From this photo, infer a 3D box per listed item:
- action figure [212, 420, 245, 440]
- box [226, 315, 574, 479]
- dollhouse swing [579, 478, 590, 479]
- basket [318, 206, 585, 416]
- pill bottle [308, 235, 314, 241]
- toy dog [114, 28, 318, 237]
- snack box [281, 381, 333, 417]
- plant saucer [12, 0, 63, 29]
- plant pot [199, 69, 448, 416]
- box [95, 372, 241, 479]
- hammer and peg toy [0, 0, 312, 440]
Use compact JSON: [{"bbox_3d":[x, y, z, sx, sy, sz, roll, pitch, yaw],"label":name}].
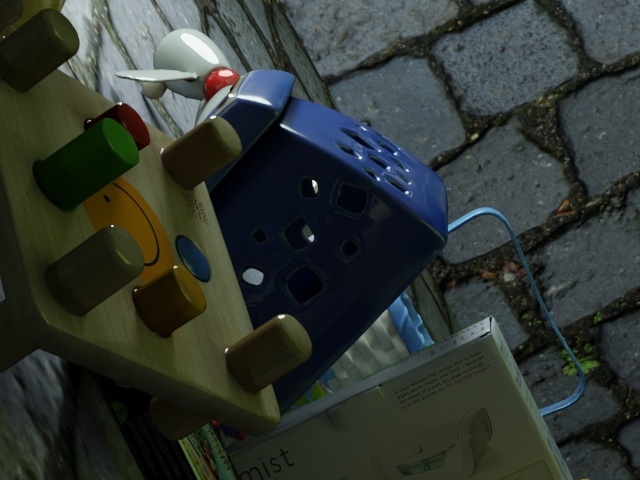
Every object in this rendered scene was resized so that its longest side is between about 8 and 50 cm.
[{"bbox_3d":[-0.093,0.149,1.380,0.115,0.038,0.030,40,48,-73],"label":"action figure"},{"bbox_3d":[0.081,0.226,1.445,0.231,0.262,0.127,63,8,0],"label":"box"},{"bbox_3d":[0.213,0.435,1.221,0.305,0.315,0.347,36,-29,33],"label":"dollhouse swing"},{"bbox_3d":[0.132,0.127,1.929,0.255,0.289,0.201,64,8,-8],"label":"basket"},{"bbox_3d":[0.000,0.000,2.112,0.112,0.112,0.186,66,8,12],"label":"pill bottle"},{"bbox_3d":[-0.120,-0.094,1.698,0.220,0.161,0.333,58,-5,-17],"label":"toy dog"},{"bbox_3d":[0.041,0.245,1.625,0.207,0.070,0.174,56,1,14],"label":"snack box"},{"bbox_3d":[-0.293,-0.307,1.373,0.333,0.081,0.333,61,10,-20],"label":"plant saucer"},{"bbox_3d":[-0.043,-0.012,1.445,0.212,0.236,0.236,41,13,-7],"label":"plant pot"},{"bbox_3d":[-0.128,0.115,1.267,0.207,0.036,0.114,64,8,-2],"label":"box"},{"bbox_3d":[-0.147,-0.047,1.158,0.266,0.127,0.361,31,31,-50],"label":"hammer and peg toy"}]
